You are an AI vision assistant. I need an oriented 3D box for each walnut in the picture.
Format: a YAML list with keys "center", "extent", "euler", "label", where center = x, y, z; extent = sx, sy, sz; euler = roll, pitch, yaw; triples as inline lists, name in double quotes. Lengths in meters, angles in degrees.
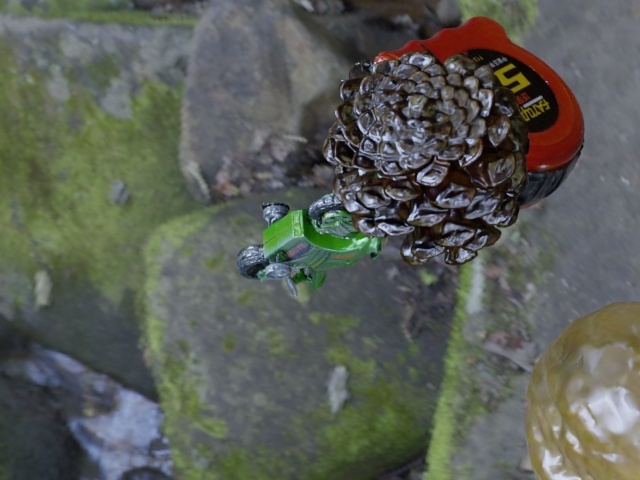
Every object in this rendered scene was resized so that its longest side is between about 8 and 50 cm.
- center: [0.403, 0.233, 1.669]
  extent: [0.332, 0.333, 0.333]
  euler: [-6, 75, 22]
  label: "walnut"

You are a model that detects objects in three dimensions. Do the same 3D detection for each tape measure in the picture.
- center: [0.190, -0.149, 1.709]
  extent: [0.260, 0.253, 0.114]
  euler: [46, 136, 17]
  label: "tape measure"

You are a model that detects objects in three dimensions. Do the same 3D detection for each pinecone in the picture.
- center: [0.091, -0.053, 1.116]
  extent: [0.163, 0.165, 0.163]
  euler: [-10, 53, 14]
  label: "pinecone"

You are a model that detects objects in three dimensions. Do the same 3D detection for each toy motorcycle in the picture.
- center: [0.000, 0.000, 1.337]
  extent: [0.190, 0.106, 0.074]
  euler: [-34, 53, 51]
  label: "toy motorcycle"
